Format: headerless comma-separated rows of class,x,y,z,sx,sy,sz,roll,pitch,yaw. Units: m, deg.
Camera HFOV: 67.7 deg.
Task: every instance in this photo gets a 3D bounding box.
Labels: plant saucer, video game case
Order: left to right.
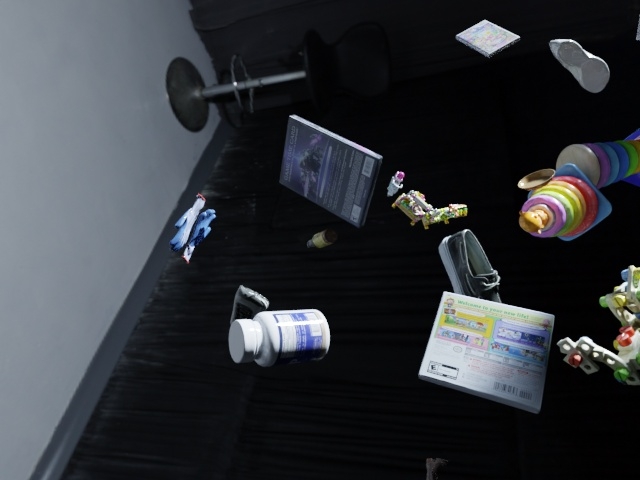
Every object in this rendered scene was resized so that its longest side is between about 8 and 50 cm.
video game case,0.015,-0.175,1.203,0.026,0.274,0.196,-29,142,-44
video game case,0.316,0.203,0.905,0.193,0.213,0.023,-64,151,-31
video game case,0.394,-0.479,1.128,0.122,0.087,0.011,55,-7,41
plant saucer,0.506,-0.139,1.113,0.015,0.084,0.083,58,28,-17

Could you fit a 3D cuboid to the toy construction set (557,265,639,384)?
toy construction set,0.768,0.236,1.212,0.215,0.328,0.151,56,-19,-4

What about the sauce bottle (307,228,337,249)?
sauce bottle,0.000,0.000,1.255,0.042,0.128,0.042,7,75,-26

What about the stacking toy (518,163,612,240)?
stacking toy,0.566,-0.066,1.182,0.302,0.165,0.175,-20,69,-43

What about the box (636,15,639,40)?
box,1.080,-0.583,1.299,0.242,0.308,0.076,-155,-114,-64

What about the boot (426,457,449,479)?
boot,0.382,0.777,1.560,0.106,0.037,0.114,-45,-150,55

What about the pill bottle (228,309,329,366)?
pill bottle,-0.086,0.201,0.982,0.187,0.112,0.111,3,82,-31

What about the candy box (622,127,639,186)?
candy box,1.167,-0.275,1.546,0.268,0.318,0.122,128,-25,-54

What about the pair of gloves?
pair of gloves,-0.321,-0.028,1.209,0.198,0.023,0.159,94,20,-73

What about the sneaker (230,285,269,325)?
sneaker,-0.229,0.232,1.482,0.108,0.100,0.271,-58,170,-34

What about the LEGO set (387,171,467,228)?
LEGO set,0.346,-0.111,1.483,0.107,0.287,0.132,140,-31,-65

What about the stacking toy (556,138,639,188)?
stacking toy,0.839,-0.222,1.324,0.141,0.331,0.141,168,-90,-79

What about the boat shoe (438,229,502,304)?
boat shoe,0.465,0.124,1.410,0.121,0.119,0.335,-15,71,-32

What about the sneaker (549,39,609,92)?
sneaker,0.748,-0.516,1.384,0.212,0.080,0.094,32,24,-21
